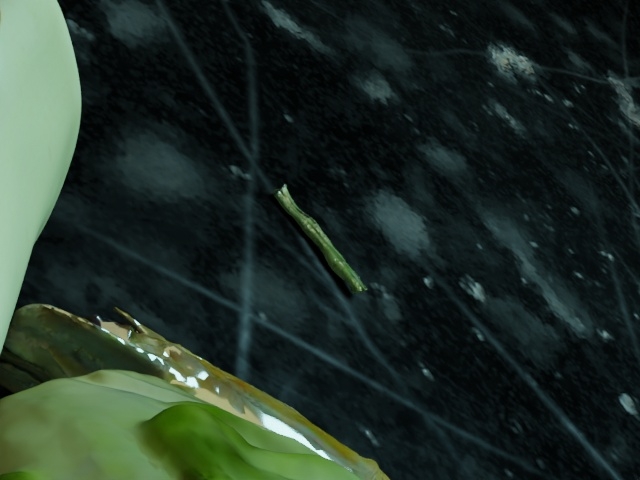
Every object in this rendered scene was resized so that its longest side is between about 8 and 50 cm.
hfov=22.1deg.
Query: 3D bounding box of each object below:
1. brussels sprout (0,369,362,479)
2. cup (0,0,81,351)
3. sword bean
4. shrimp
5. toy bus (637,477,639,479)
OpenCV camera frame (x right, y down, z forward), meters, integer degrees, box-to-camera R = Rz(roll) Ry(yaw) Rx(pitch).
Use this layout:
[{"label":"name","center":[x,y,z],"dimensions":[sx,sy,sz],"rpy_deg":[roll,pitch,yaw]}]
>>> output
[{"label":"brussels sprout","center":[-0.041,0.153,0.444],"dimensions":[0.219,0.210,0.271],"rpy_deg":[-9,53,-32]},{"label":"cup","center":[-0.220,-0.020,0.573],"dimensions":[0.202,0.255,0.173],"rpy_deg":[-85,163,-56]},{"label":"sword bean","center":[0.000,0.000,0.932],"dimensions":[0.083,0.012,0.012],"rpy_deg":[50,29,21]},{"label":"shrimp","center":[-0.038,0.127,0.661],"dimensions":[0.253,0.058,0.173],"rpy_deg":[33,37,-18]},{"label":"toy bus","center":[0.238,0.185,0.877],"dimensions":[0.103,0.091,0.182],"rpy_deg":[-4,52,-54]}]
